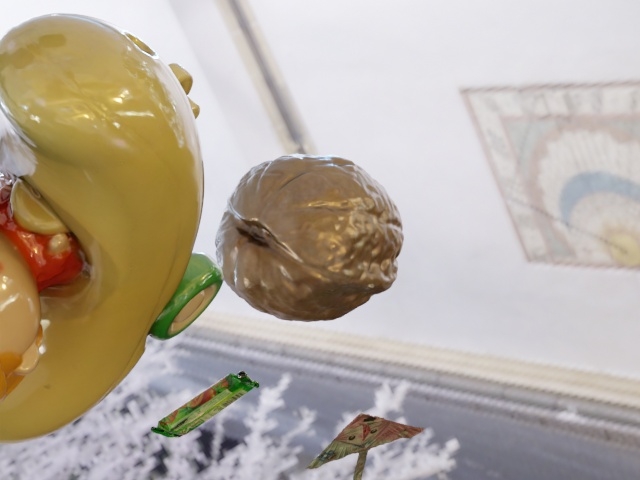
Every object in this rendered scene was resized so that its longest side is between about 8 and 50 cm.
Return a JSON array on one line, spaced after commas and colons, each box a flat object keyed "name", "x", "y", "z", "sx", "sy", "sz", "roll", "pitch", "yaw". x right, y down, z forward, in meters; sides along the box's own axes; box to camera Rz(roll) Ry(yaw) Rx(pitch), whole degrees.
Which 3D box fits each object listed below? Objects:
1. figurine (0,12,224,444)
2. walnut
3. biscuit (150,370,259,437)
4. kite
[{"name": "figurine", "x": -0.158, "y": 0.010, "z": 0.690, "sx": 0.222, "sy": 0.124, "sz": 0.324, "roll": -38, "pitch": 166, "yaw": -29}, {"name": "walnut", "x": -0.002, "y": -0.001, "z": 1.381, "sx": 0.178, "sy": 0.178, "sz": 0.230, "roll": -11, "pitch": 162, "yaw": 37}, {"name": "biscuit", "x": -0.091, "y": 0.131, "z": 1.067, "sx": 0.089, "sy": 0.016, "sz": 0.046, "roll": -35, "pitch": 160, "yaw": 5}, {"name": "kite", "x": 0.049, "y": 0.226, "z": 1.434, "sx": 0.137, "sy": 0.152, "sz": 0.005, "roll": -17, "pitch": -127, "yaw": -8}]
